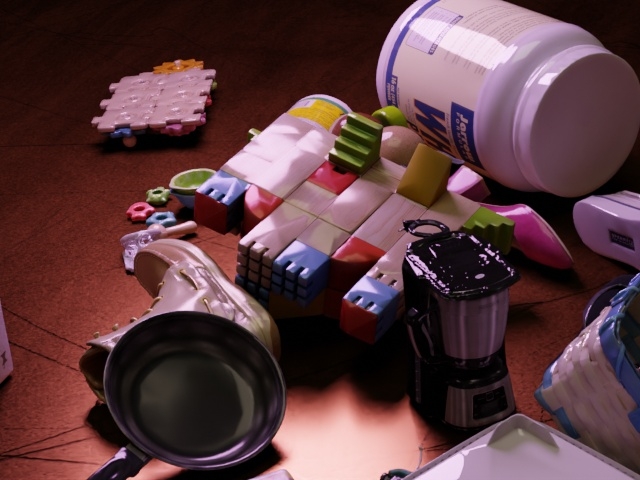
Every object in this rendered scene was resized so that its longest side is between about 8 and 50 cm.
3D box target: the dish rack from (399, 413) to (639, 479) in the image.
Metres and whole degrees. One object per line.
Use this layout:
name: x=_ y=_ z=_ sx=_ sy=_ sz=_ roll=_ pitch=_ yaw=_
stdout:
dish rack: x=0.195 y=0.270 z=1.456 sx=0.286 sy=0.072 sz=0.333 roll=-25 pitch=35 yaw=-32

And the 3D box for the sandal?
sandal: x=0.329 y=0.101 z=1.841 sx=0.097 sy=0.054 sz=0.254 roll=8 pitch=30 yaw=24

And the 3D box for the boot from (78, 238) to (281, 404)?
boot: x=-0.198 y=0.098 z=1.903 sx=0.203 sy=0.095 sz=0.262 roll=-23 pitch=41 yaw=-30

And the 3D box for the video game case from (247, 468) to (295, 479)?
video game case: x=-0.097 y=0.309 z=1.552 sx=0.227 sy=0.026 sz=0.206 roll=-16 pitch=29 yaw=-18

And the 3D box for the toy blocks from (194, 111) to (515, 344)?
toy blocks: x=0.000 y=0.000 z=1.968 sx=0.381 sy=0.190 sz=0.261 roll=27 pitch=46 yaw=21

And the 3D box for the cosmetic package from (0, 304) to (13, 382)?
cosmetic package: x=-0.564 y=0.118 z=1.872 sx=0.366 sy=0.155 sz=0.197 roll=2 pitch=26 yaw=17

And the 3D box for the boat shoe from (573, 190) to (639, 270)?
boat shoe: x=0.420 y=-0.001 z=1.992 sx=0.088 sy=0.096 sz=0.267 roll=-23 pitch=23 yaw=-22

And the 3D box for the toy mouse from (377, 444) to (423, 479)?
toy mouse: x=0.108 y=0.254 z=1.611 sx=0.161 sy=0.031 sz=0.143 roll=-8 pitch=27 yaw=-4

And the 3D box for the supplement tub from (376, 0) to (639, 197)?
supplement tub: x=0.257 y=-0.203 z=2.254 sx=0.235 sy=0.235 sz=0.325 roll=-21 pitch=31 yaw=-28

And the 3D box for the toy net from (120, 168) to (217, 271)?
toy net: x=-0.224 y=-0.031 z=2.217 sx=0.122 sy=0.045 sz=0.232 roll=5 pitch=29 yaw=19

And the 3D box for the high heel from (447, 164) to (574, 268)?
high heel: x=0.210 y=-0.004 z=2.075 sx=0.117 sy=0.082 sz=0.244 roll=-42 pitch=50 yaw=-8

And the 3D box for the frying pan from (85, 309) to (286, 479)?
frying pan: x=-0.148 y=0.211 z=1.705 sx=0.197 sy=0.053 sz=0.326 roll=18 pitch=51 yaw=-3

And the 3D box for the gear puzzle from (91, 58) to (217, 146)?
gear puzzle: x=-0.253 y=-0.225 z=2.614 sx=0.176 sy=0.044 sz=0.339 roll=-5 pitch=24 yaw=5

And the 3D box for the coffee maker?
coffee maker: x=0.148 y=0.090 z=1.762 sx=0.120 sy=0.178 sz=0.171 roll=-3 pitch=29 yaw=-1

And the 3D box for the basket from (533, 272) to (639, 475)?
basket: x=0.375 y=0.108 z=1.590 sx=0.255 sy=0.201 sz=0.289 roll=-35 pitch=-4 yaw=-44

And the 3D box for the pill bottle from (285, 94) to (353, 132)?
pill bottle: x=-0.030 y=-0.111 z=2.255 sx=0.118 sy=0.117 sz=0.208 roll=6 pitch=29 yaw=21

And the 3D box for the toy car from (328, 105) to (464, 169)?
toy car: x=0.095 y=-0.090 z=2.125 sx=0.155 sy=0.149 sz=0.188 roll=-26 pitch=21 yaw=-33
